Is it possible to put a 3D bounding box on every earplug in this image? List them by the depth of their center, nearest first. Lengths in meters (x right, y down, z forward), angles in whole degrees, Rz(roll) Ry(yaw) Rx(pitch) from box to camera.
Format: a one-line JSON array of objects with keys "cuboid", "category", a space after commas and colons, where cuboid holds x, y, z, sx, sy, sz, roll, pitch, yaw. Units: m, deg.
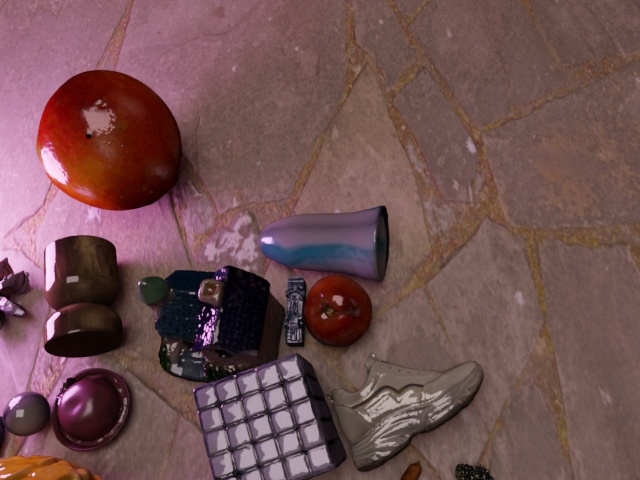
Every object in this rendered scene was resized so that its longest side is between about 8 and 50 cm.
[{"cuboid": [0.000, 0.000, 1.378, 0.324, 0.185, 0.185, 3, 65, 17], "category": "earplug"}]

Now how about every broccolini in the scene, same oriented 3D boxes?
[{"cuboid": [0.284, 0.553, 1.134, 0.074, 0.058, 0.201, 25, 86, 34], "category": "broccolini"}]

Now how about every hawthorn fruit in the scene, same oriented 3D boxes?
[{"cuboid": [0.041, 0.163, 1.281, 0.173, 0.173, 0.173, -4, 64, 7], "category": "hawthorn fruit"}]

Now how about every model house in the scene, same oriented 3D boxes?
[{"cuboid": [-0.260, 0.177, 1.270, 0.298, 0.284, 0.243, 3, 60, 11], "category": "model house"}]

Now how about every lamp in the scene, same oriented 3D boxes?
[{"cuboid": [-0.702, 0.415, 1.315, 0.105, 0.105, 0.105, -4, 64, 7], "category": "lamp"}]

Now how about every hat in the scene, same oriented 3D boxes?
[{"cuboid": [-0.555, 0.396, 1.310, 0.205, 0.089, 0.205, -4, 63, 8], "category": "hat"}]

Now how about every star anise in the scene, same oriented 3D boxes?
[{"cuboid": [-0.875, 0.158, 1.475, 0.229, 0.093, 0.236, 14, 66, 16], "category": "star anise"}]

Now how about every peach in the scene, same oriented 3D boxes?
[{"cuboid": [-0.553, -0.260, 1.491, 0.388, 0.388, 0.388, -4, 64, 7], "category": "peach"}]

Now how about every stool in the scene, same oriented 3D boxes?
[{"cuboid": [-0.601, 0.141, 1.392, 0.179, 0.179, 0.264, -15, 63, 1], "category": "stool"}]

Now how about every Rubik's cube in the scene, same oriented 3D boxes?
[{"cuboid": [-0.097, 0.392, 1.148, 0.237, 0.237, 0.238, -20, 69, -1], "category": "Rubik's cube"}]

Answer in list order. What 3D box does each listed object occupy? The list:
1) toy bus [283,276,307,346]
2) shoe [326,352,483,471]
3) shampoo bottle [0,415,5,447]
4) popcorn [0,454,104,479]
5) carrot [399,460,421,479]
[{"cuboid": [-0.060, 0.175, 1.351, 0.047, 0.065, 0.166, -2, 66, 9], "category": "toy bus"}, {"cuboid": [0.178, 0.326, 1.202, 0.342, 0.132, 0.210, -32, 66, -3], "category": "shoe"}, {"cuboid": [-0.819, 0.533, 1.306, 0.087, 0.049, 0.234, 8, 66, 17], "category": "shampoo bottle"}, {"cuboid": [-0.606, 0.595, 1.078, 0.390, 0.344, 0.354, -39, 70, -4], "category": "popcorn"}, {"cuboid": [0.147, 0.566, 1.134, 0.059, 0.059, 0.248, 29, 69, 21], "category": "carrot"}]
